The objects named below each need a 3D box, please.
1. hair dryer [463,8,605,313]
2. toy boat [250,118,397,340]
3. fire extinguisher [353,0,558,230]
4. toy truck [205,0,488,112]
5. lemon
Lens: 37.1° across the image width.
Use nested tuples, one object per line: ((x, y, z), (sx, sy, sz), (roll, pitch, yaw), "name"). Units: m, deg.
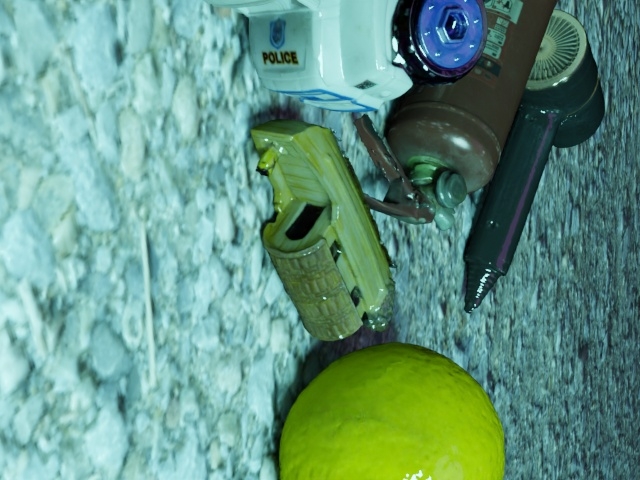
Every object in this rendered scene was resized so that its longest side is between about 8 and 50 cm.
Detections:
((0.235, -0.074, 1.128), (0.189, 0.107, 0.352), (38, 72, -60), "hair dryer")
((0.000, 0.000, 0.724), (0.088, 0.068, 0.226), (-57, 144, -29), "toy boat")
((0.119, -0.144, 0.880), (0.147, 0.106, 0.337), (42, 57, -28), "fire extinguisher")
((0.005, -0.196, 0.621), (0.177, 0.161, 0.213), (6, 92, -42), "toy truck")
((0.053, 0.172, 0.754), (0.203, 0.178, 0.178), (-22, 116, -56), "lemon")
